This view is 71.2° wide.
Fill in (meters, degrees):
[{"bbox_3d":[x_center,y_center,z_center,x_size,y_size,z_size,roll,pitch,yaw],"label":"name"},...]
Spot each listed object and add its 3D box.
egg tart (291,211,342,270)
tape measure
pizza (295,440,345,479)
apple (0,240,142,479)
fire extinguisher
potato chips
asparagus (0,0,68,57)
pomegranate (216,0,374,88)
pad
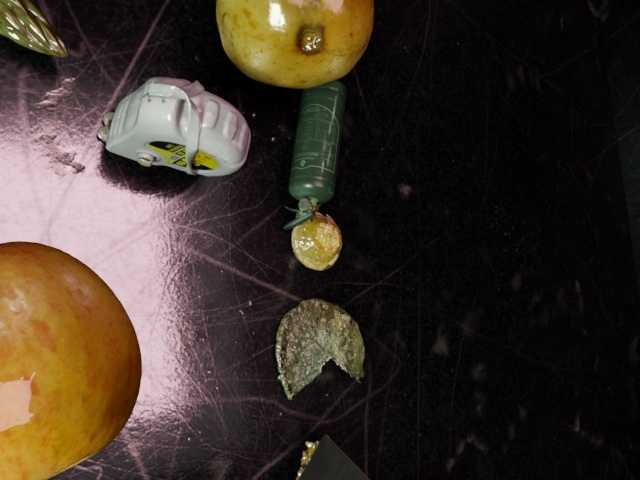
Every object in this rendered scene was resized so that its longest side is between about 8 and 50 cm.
[{"bbox_3d":[0.000,0.000,0.935,0.128,0.049,0.129,4,83,-33],"label":"egg tart"},{"bbox_3d":[-0.212,-0.169,0.704,0.197,0.236,0.120,20,75,-38],"label":"tape measure"},{"bbox_3d":[-0.007,0.482,0.867,0.201,0.053,0.193,10,78,-39],"label":"pizza"},{"bbox_3d":[-0.368,0.154,0.521,0.299,0.299,0.275,-23,83,-35],"label":"apple"},{"bbox_3d":[-0.015,-0.174,0.918,0.095,0.114,0.311,34,58,-61],"label":"fire extinguisher"},{"bbox_3d":[0.006,0.224,0.924,0.219,0.029,0.202,12,75,-31],"label":"potato chips"},{"bbox_3d":[-0.483,-0.360,0.628,0.287,0.080,0.080,38,64,-16],"label":"asparagus"},{"bbox_3d":[-0.041,-0.406,0.803,0.307,0.307,0.308,5,82,-34],"label":"pomegranate"},{"bbox_3d":[0.033,0.477,0.861,0.193,0.004,0.116,53,55,-23],"label":"pad"}]
